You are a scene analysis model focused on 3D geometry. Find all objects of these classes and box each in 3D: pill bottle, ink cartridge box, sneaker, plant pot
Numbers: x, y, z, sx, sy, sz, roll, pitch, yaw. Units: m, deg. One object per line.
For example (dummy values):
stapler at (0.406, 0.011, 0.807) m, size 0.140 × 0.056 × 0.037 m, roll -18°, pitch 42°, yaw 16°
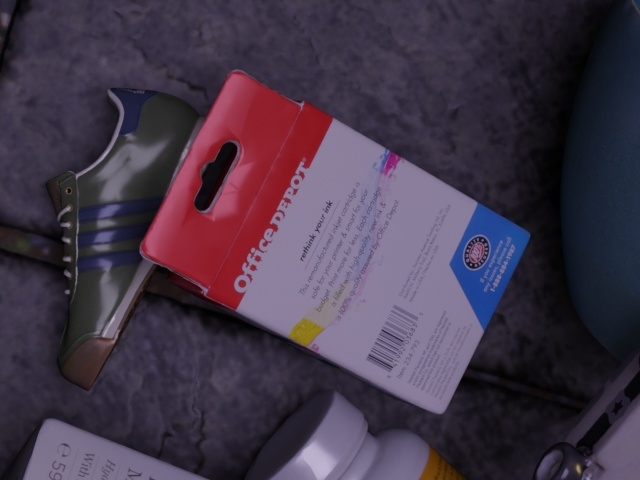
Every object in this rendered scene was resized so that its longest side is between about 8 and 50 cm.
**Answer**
pill bottle at (0.054, 0.195, 1.214) m, size 0.208 × 0.117 × 0.117 m, roll 42°, pitch 82°, yaw -10°
ink cartridge box at (0.000, 0.000, 1.199) m, size 0.231 × 0.078 × 0.134 m, roll 29°, pitch 84°, yaw -23°
sneaker at (-0.138, -0.009, 1.202) m, size 0.086 × 0.064 × 0.192 m, roll 27°, pitch 85°, yaw -3°
plant pot at (0.264, -0.010, 1.203) m, size 0.290 × 0.290 × 0.195 m, roll 26°, pitch 115°, yaw -11°

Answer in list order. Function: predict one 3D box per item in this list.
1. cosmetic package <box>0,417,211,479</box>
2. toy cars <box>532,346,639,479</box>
cosmetic package at (-0.120, 0.225, 1.133) m, size 0.184 × 0.151 × 0.151 m, roll 22°, pitch 57°, yaw -12°
toy cars at (0.202, 0.207, 1.152) m, size 0.177 × 0.087 × 0.393 m, roll -6°, pitch 111°, yaw -6°
